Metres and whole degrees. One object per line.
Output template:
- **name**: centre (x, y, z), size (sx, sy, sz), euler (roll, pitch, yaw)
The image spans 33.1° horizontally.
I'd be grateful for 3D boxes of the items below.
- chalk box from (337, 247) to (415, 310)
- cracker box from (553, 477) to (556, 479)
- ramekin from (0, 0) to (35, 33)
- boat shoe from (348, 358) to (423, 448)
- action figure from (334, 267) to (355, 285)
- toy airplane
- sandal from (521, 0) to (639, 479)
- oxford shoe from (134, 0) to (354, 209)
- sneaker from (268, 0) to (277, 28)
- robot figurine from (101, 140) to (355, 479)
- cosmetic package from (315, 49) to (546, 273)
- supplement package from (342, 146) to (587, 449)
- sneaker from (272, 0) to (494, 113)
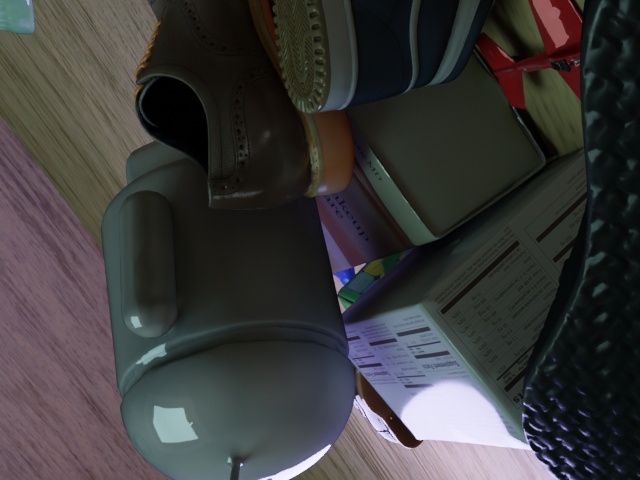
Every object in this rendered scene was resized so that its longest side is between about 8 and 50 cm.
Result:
- **chalk box**: centre (0.119, 0.073, 1.171), size (0.132, 0.132, 0.213), euler (24, 149, 52)
- **cracker box**: centre (0.337, 0.278, 1.189), size (0.232, 0.067, 0.156), euler (54, 161, -15)
- **ramekin**: centre (-0.441, -0.390, 1.283), size (0.303, 0.148, 0.303), euler (170, 90, -75)
- **boat shoe**: centre (0.057, 0.149, 1.134), size (0.073, 0.073, 0.207), euler (31, 156, 37)
- **action figure**: centre (0.000, 0.000, 1.358), size (0.280, 0.091, 0.139), euler (55, 152, -19)
- **toy airplane**: centre (0.167, -0.134, 0.791), size (0.151, 0.028, 0.151), euler (43, 161, 20)
- **sandal**: centre (0.222, 0.002, 0.652), size (0.168, 0.107, 0.445), euler (9, 132, 13)
- **oxford shoe**: centre (-0.107, -0.166, 0.918), size (0.363, 0.133, 0.130), euler (56, 155, 38)
- **sneaker**: centre (-0.053, -0.250, 0.979), size (0.221, 0.087, 0.128), euler (17, 146, 57)
- **robot figurine**: centre (-0.083, 0.065, 0.946), size (0.300, 0.200, 0.353), euler (35, -144, -55)
- **cosmetic package**: centre (0.057, -0.072, 1.001), size (0.153, 0.129, 0.296), euler (56, 162, -2)
- **supplement package**: centre (0.154, 0.057, 0.929), size (0.145, 0.204, 0.262), euler (51, 163, -4)
- **sneaker**: centre (0.043, -0.240, 0.783), size (0.099, 0.153, 0.282), euler (-159, 63, -63)
